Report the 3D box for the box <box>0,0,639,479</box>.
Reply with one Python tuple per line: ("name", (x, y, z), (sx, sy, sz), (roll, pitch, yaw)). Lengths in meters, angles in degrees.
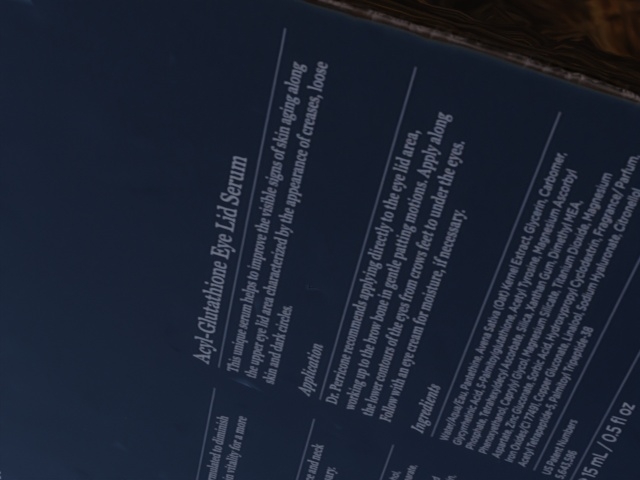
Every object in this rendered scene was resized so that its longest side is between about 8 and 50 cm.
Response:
("box", (0.000, 0.000, 0.448), (0.184, 0.261, 0.103), (16, -127, 1))
